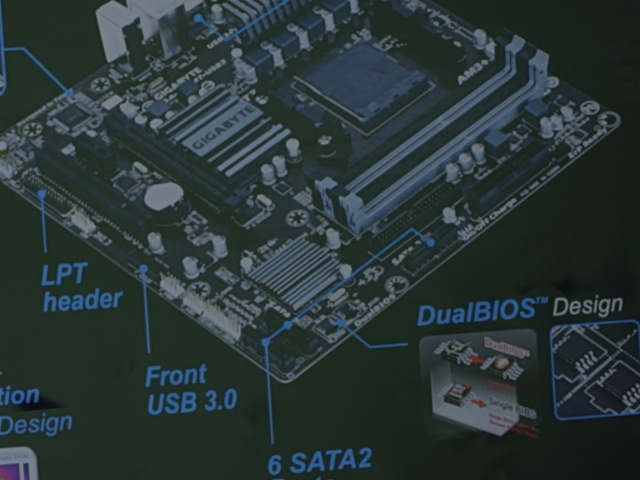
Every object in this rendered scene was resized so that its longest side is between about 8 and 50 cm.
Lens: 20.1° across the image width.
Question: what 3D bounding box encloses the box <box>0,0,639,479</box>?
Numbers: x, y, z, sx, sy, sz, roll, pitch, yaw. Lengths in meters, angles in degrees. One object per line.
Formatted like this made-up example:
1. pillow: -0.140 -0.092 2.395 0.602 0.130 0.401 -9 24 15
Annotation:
1. box: 0.000 0.000 0.404 0.295 0.073 0.293 -4 90 -8
